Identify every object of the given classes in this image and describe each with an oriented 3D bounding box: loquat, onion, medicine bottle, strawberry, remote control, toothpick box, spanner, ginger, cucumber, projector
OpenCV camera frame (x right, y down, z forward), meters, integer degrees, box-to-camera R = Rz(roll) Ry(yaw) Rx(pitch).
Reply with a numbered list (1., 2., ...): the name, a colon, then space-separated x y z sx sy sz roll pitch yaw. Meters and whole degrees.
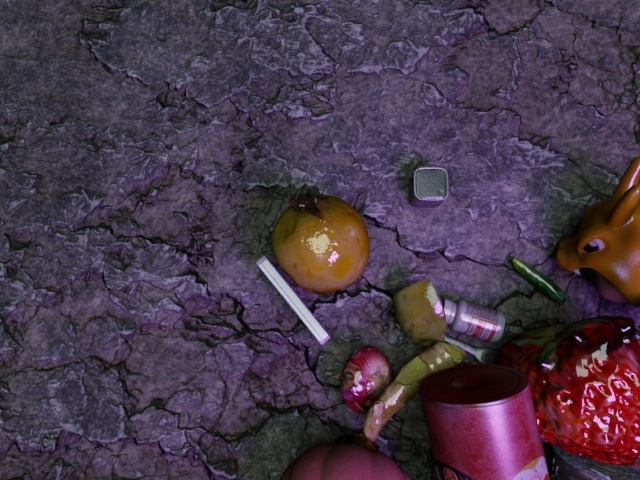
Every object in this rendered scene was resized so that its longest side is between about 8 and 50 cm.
1. loquat: 0.000 0.000 0.940 0.244 0.244 0.243 -1 80 3
2. onion: 0.086 0.320 0.950 0.150 0.140 0.150 6 81 -40
3. medicine bottle: 0.353 0.185 0.963 0.140 0.079 0.079 17 81 5
4. strawberry: 0.528 0.316 0.825 0.292 0.292 0.309 -9 78 1
5. remote control: -0.065 0.144 0.981 0.034 0.103 0.250 -38 81 -7
6. toothpick box: 0.319 0.431 0.769 0.204 0.204 0.333 -10 89 1
7. spanner: 0.304 0.240 0.988 0.255 0.015 0.054 22 80 6
8. ginger: 0.204 0.326 0.906 0.295 0.131 0.086 -35 58 -15
9. cucumber: 0.535 0.099 0.991 0.168 0.039 0.039 41 84 11
10. projector: 0.270 -0.131 1.022 0.083 0.082 0.083 0 81 3

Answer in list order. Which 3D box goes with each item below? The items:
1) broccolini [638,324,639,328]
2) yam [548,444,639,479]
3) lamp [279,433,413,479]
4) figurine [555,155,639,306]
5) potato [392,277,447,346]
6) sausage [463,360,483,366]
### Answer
1. broccolini: 0.620 0.064 0.740 0.058 0.067 0.216 1 87 15
2. yam: 0.584 0.603 0.829 0.203 0.201 0.271 8 87 5
3. lamp: 0.062 0.536 0.838 0.306 0.239 0.305 8 125 12
4. figurine: 0.760 0.029 0.845 0.387 0.268 0.400 35 107 16
5. potato: 0.232 0.173 0.935 0.081 0.120 0.149 -21 68 -13
6. sausage: 0.373 0.430 0.920 0.103 0.076 0.302 2 80 3
